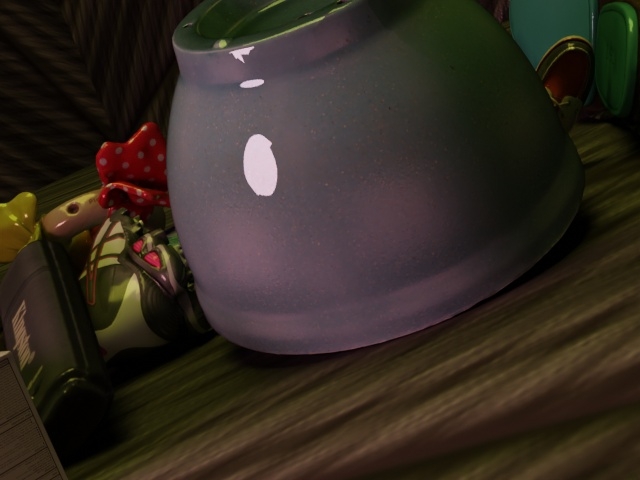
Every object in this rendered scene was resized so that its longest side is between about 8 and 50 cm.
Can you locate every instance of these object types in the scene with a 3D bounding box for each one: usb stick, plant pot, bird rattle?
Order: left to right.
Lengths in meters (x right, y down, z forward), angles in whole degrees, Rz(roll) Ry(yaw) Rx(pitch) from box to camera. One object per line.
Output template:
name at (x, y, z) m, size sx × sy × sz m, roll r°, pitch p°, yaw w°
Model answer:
usb stick at (-0.199, 0.072, 0.880) m, size 0.077 × 0.045 × 0.278 m, roll -51°, pitch 26°, yaw 4°
bird rattle at (-0.258, -0.022, 1.374) m, size 0.253 × 0.143 × 0.207 m, roll -34°, pitch -20°, yaw -4°
plant pot at (0.014, -0.089, 0.834) m, size 0.293 × 0.196 × 0.293 m, roll -19°, pitch 27°, yaw 10°

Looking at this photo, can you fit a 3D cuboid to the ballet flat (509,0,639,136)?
ballet flat at (0.312, -0.187, 1.132) m, size 0.182 × 0.164 × 0.483 m, roll -1°, pitch 16°, yaw -3°

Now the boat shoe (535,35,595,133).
boat shoe at (0.191, -0.106, 1.009) m, size 0.043 × 0.049 × 0.137 m, roll -67°, pitch 0°, yaw -58°

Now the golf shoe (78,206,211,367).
golf shoe at (-0.181, 0.044, 1.035) m, size 0.120 × 0.105 × 0.273 m, roll -32°, pitch 12°, yaw -12°

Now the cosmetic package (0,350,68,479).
cosmetic package at (-0.250, 0.128, 0.760) m, size 0.060 × 0.099 × 0.239 m, roll -27°, pitch 12°, yaw -39°

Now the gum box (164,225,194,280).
gum box at (-0.114, -0.006, 1.300) m, size 0.184 × 0.041 × 0.157 m, roll -32°, pitch 14°, yaw -39°

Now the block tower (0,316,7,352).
block tower at (-0.409, 0.142, 1.026) m, size 0.335 × 0.091 × 0.097 m, roll -21°, pitch 10°, yaw 11°
